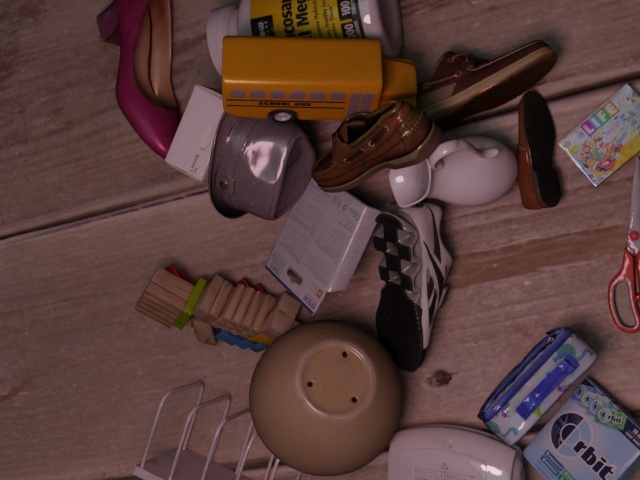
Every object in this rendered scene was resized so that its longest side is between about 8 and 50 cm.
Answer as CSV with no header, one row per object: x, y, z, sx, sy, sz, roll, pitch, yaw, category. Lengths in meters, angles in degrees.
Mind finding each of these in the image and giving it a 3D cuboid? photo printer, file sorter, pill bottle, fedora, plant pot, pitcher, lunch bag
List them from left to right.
-0.179,0.413,1.741,0.277,0.193,0.173,21,96,18,file sorter
-0.092,-0.143,1.646,0.124,0.243,0.276,28,128,21,fedora
-0.032,-0.391,1.650,0.333,0.188,0.188,-8,90,20,pill bottle
0.017,0.260,1.569,0.284,0.191,0.284,2,70,-4,plant pot
0.241,0.490,1.623,0.255,0.107,0.308,2,93,27,photo printer
0.247,-0.127,1.531,0.178,0.207,0.126,-41,61,58,pitcher
0.366,0.246,1.519,0.090,0.176,0.219,44,88,10,lunch bag

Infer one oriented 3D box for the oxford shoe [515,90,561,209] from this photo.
0.367,-0.158,1.580,0.076,0.076,0.212,-15,75,58,oxford shoe

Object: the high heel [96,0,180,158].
-0.326,-0.354,1.788,0.181,0.127,0.377,-32,78,29,high heel

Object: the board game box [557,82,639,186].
0.503,-0.181,1.547,0.154,0.026,0.103,-43,78,17,board game box

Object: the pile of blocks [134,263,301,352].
-0.187,0.133,1.790,0.362,0.149,0.113,16,55,10,pile of blocks

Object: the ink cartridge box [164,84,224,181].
-0.180,-0.198,1.696,0.092,0.219,0.160,28,101,18,ink cartridge box

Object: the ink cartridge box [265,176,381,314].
0.000,0.000,1.671,0.223,0.045,0.224,41,109,52,ink cartridge box

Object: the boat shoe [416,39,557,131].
0.245,-0.284,1.589,0.342,0.123,0.123,-26,76,31,boat shoe

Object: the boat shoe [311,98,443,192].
0.073,-0.171,1.533,0.104,0.111,0.307,41,146,-23,boat shoe

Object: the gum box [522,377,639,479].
0.462,0.359,1.546,0.184,0.041,0.157,-53,49,14,gum box

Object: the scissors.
0.533,0.011,1.547,0.108,0.021,0.297,-13,89,22,scissors

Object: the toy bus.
0.000,-0.276,1.526,0.332,0.130,0.108,0,70,-4,toy bus

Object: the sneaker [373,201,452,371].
0.184,0.085,1.633,0.122,0.146,0.331,26,127,42,sneaker
